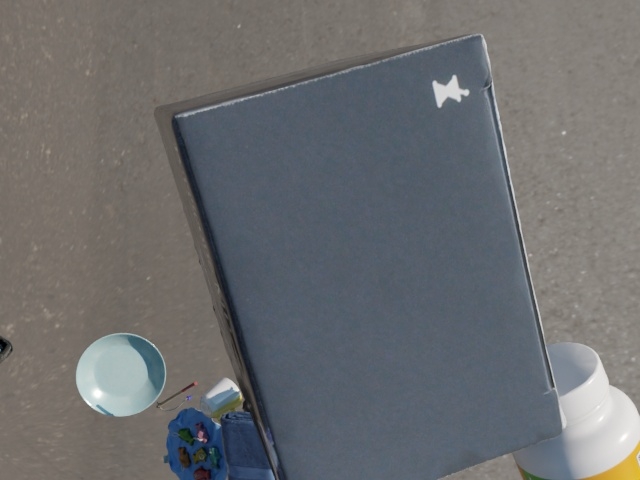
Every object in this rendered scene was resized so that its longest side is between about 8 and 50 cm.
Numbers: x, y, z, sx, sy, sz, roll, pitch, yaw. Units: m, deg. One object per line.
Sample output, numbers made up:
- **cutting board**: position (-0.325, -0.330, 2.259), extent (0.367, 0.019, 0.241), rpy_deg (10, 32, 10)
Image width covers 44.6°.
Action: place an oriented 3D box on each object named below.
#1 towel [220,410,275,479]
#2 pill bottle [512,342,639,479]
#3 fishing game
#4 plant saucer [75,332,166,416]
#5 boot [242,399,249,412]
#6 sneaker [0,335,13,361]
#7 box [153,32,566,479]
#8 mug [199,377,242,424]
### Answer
- **towel**: position (-0.074, 0.245, 0.865), extent (0.029, 0.067, 0.119), rpy_deg (-48, 136, -64)
- **pill bottle**: position (0.282, 0.237, 0.830), extent (0.136, 0.136, 0.245), rpy_deg (-34, 110, -27)
- **fishing game**: position (-0.263, 0.437, 1.613), extent (0.041, 0.189, 0.264), rpy_deg (-5, 67, -54)
- **plant saucer**: position (-0.445, 0.296, 1.747), extent (0.195, 0.037, 0.194), rpy_deg (-2, 101, -13)
- **boot**: position (-0.086, 0.365, 1.341), extent (0.247, 0.094, 0.207), rpy_deg (-29, 91, -12)
- **sneaker**: position (-0.696, 0.244, 1.517), extent (0.079, 0.121, 0.217), rpy_deg (49, 29, 0)
- **box**: position (0.000, 0.000, 0.688), extent (0.212, 0.395, 0.293), rpy_deg (-17, 103, -11)
- **mug**: position (-0.184, 0.301, 1.445), extent (0.078, 0.062, 0.064), rpy_deg (40, 44, 20)
